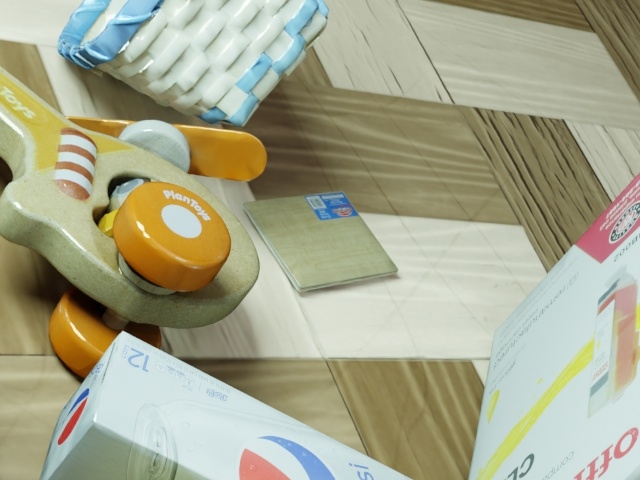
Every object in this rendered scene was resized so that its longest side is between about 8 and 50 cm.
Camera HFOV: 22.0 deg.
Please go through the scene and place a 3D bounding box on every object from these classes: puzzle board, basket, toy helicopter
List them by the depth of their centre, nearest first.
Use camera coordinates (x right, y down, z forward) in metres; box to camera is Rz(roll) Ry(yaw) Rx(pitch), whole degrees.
[{"bbox_3d":[-0.191,-0.071,1.254,0.355,0.140,0.235,40,34,5],"label":"toy helicopter"},{"bbox_3d":[-0.153,-0.233,1.362,0.289,0.201,0.255,35,-2,-22],"label":"basket"},{"bbox_3d":[0.000,0.000,1.447,0.128,0.011,0.096,-8,56,-47],"label":"puzzle board"}]

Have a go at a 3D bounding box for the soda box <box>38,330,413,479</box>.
[{"bbox_3d":[-0.044,0.181,1.140,0.286,0.098,0.091,29,37,-15],"label":"soda box"}]

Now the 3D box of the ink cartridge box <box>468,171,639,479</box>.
[{"bbox_3d":[0.250,0.145,1.280,0.160,0.279,0.385,31,36,-10],"label":"ink cartridge box"}]
